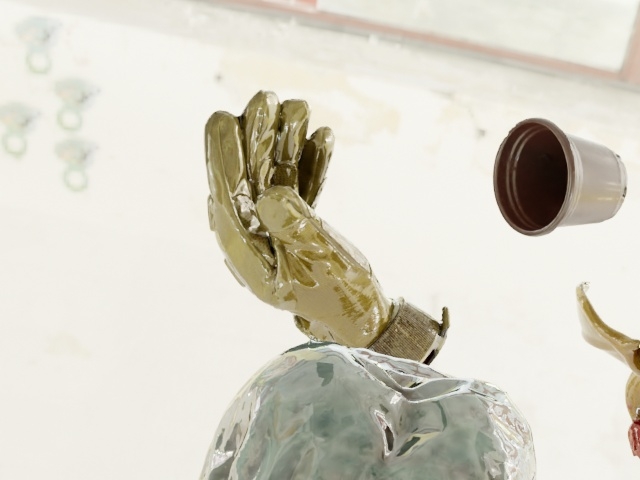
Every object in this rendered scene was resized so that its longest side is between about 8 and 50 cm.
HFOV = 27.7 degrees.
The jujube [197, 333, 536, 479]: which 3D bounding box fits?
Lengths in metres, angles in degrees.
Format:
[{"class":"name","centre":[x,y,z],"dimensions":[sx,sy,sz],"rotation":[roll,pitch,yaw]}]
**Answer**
[{"class":"jujube","centre":[0.021,0.223,0.787],"dimensions":[0.215,0.308,0.246],"rotation":[15,179,-13]}]

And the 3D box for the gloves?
[{"class":"gloves","centre":[-0.011,0.008,1.253],"dimensions":[0.141,0.331,0.154],"rotation":[-25,-157,35]}]

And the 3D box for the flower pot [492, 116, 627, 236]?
[{"class":"flower pot","centre":[0.226,-0.056,1.186],"dimensions":[0.089,0.111,0.111],"rotation":[1,-152,-30]}]

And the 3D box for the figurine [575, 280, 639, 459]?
[{"class":"figurine","centre":[0.567,0.234,1.896],"dimensions":[0.268,0.401,0.387],"rotation":[-20,-169,4]}]
